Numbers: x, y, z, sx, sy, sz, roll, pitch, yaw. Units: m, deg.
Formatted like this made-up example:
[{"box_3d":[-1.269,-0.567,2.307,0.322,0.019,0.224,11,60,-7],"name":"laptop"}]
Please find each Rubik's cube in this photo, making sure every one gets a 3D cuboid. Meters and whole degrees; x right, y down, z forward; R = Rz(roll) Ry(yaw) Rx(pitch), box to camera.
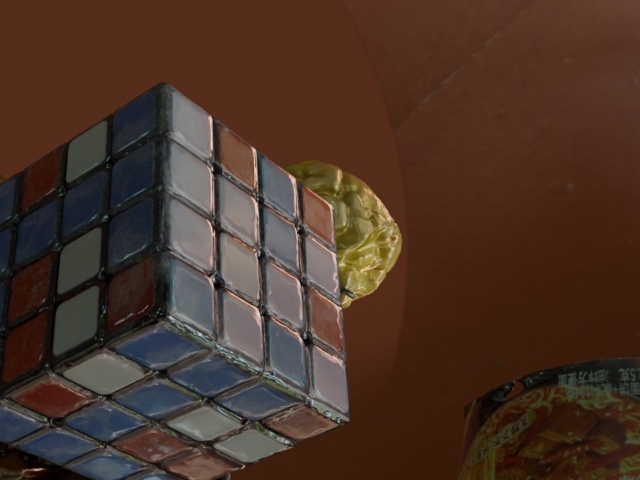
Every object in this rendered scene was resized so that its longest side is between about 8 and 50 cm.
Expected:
[{"box_3d":[-0.054,0.022,0.408,0.092,0.092,0.092,35,39,-41],"name":"Rubik's cube"}]

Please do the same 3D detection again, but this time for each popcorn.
[{"box_3d":[0.000,0.000,1.109,0.148,0.167,0.152,3,66,16],"name":"popcorn"}]

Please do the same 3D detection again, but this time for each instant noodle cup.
[{"box_3d":[0.158,0.174,0.606,0.230,0.230,0.182,14,60,-17],"name":"instant noodle cup"}]

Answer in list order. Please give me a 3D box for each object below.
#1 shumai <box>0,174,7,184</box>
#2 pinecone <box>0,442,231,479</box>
[{"box_3d":[-0.418,-0.075,1.179,0.271,0.222,0.204,-9,116,20],"name":"shumai"},{"box_3d":[-0.169,0.178,0.766,0.264,0.264,0.264,0,90,-18],"name":"pinecone"}]
